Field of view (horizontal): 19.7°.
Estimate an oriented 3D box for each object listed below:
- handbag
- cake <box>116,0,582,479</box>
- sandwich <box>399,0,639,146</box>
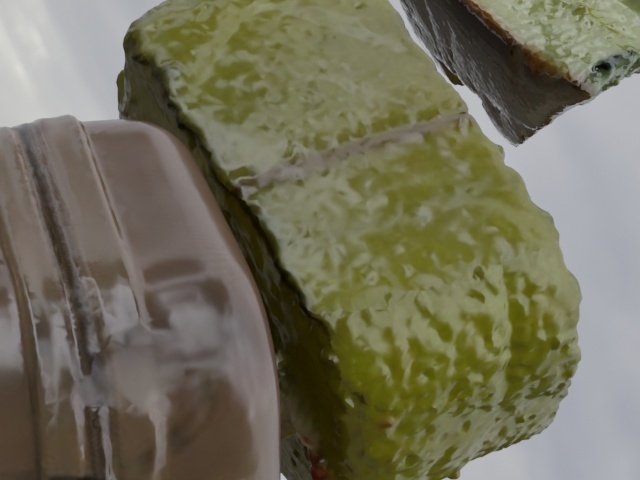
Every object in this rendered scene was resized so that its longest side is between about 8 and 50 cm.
[{"bbox_3d":[-0.113,0.087,0.779,0.283,0.149,0.302,-113,-162,-51],"label":"handbag"},{"bbox_3d":[0.000,0.000,0.878,0.260,0.156,0.179,58,-24,30],"label":"cake"},{"bbox_3d":[0.147,-0.136,1.194,0.236,0.122,0.128,56,-3,45],"label":"sandwich"}]
